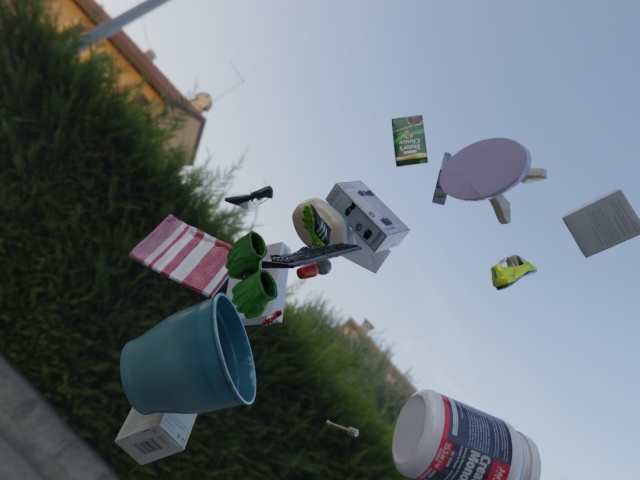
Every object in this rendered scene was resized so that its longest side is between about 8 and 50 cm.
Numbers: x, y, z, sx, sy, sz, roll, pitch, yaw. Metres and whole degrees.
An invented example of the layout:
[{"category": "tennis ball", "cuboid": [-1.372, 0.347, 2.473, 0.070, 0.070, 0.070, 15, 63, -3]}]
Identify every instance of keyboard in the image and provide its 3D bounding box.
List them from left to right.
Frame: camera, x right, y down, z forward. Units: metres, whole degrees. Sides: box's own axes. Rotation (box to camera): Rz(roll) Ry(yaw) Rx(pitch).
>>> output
[{"category": "keyboard", "cuboid": [-0.043, 0.041, 1.418, 0.202, 0.317, 0.033, -3, -85, 41]}]

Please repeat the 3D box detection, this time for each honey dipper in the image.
[{"category": "honey dipper", "cuboid": [0.084, 0.754, 1.966, 0.161, 0.030, 0.030, -1, -51, 44]}]

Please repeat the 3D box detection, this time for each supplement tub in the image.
[{"category": "supplement tub", "cuboid": [0.314, 0.461, 1.074, 0.272, 0.191, 0.191, 24, -15, -6]}]

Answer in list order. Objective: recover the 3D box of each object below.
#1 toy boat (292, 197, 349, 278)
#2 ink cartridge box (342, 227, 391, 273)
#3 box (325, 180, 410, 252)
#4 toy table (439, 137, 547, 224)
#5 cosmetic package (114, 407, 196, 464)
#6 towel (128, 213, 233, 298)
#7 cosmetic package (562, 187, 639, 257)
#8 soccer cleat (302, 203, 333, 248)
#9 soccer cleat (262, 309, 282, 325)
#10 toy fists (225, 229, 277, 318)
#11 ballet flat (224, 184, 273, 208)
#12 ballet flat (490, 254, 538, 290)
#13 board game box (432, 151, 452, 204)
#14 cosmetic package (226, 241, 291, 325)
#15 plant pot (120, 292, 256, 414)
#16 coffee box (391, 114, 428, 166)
[{"category": "toy boat", "cuboid": [0.000, 0.000, 1.776, 0.267, 0.148, 0.318, 39, -50, 37]}, {"category": "ink cartridge box", "cuboid": [0.123, -0.011, 2.075, 0.207, 0.119, 0.353, 28, 10, -25]}, {"category": "box", "cuboid": [0.174, -0.096, 1.810, 0.290, 0.169, 0.087, 49, -55, 24]}, {"category": "toy table", "cuboid": [0.509, -0.185, 1.433, 0.161, 0.252, 0.274, 15, -6, -39]}, {"category": "cosmetic package", "cuboid": [-0.427, 0.450, 1.382, 0.113, 0.160, 0.309, 57, 21, -23]}, {"category": "towel", "cuboid": [-0.469, 0.050, 1.737, 0.329, 0.237, 0.037, 26, -43, 6]}, {"category": "cosmetic package", "cuboid": [0.895, -0.058, 1.557, 0.151, 0.184, 0.151, 62, 28, 7]}, {"category": "soccer cleat", "cuboid": [-0.006, -0.043, 1.536, 0.060, 0.072, 0.178, 18, -46, 47]}, {"category": "soccer cleat", "cuboid": [-0.172, 0.275, 1.747, 0.029, 0.083, 0.035, 53, -7, -8]}, {"category": "toy fists", "cuboid": [-0.222, 0.111, 1.538, 0.096, 0.142, 0.279, 23, 40, -48]}, {"category": "ballet flat", "cuboid": [-0.288, -0.169, 2.002, 0.074, 0.203, 0.074, 164, -90, -86]}, {"category": "ballet flat", "cuboid": [0.545, 0.080, 1.379, 0.077, 0.231, 0.077, -31, -104, 43]}, {"category": "board game box", "cuboid": [0.547, -0.258, 2.173, 0.060, 0.194, 0.194, 13, -44, 11]}, {"category": "cosmetic package", "cuboid": [-0.300, 0.207, 2.305, 0.285, 0.377, 0.097, -8, -31, 24]}, {"category": "plant pot", "cuboid": [-0.321, 0.291, 1.174, 0.271, 0.256, 0.271, -17, 90, -88]}, {"category": "coffee box", "cuboid": [0.309, -0.347, 1.698, 0.040, 0.113, 0.184, 63, 25, -63]}]
